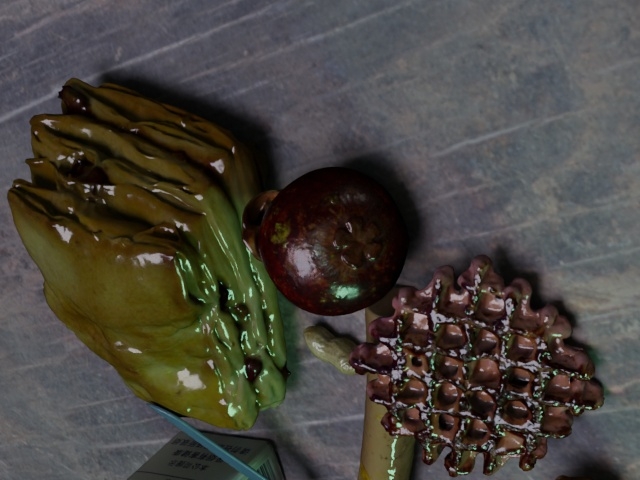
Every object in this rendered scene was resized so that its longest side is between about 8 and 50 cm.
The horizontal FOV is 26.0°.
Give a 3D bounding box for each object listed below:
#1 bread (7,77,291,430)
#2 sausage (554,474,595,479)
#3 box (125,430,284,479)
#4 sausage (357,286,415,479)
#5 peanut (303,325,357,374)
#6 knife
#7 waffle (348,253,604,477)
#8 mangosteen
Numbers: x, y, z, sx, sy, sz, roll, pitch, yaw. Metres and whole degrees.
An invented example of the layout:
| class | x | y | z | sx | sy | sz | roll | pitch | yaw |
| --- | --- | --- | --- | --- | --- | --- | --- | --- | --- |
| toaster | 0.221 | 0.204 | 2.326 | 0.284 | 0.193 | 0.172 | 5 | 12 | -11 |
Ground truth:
| class | x | y | z | sx | sy | sz | roll | pitch | yaw |
| --- | --- | --- | --- | --- | --- | --- | --- | --- | --- |
| bread | -0.200 | 0.033 | 1.544 | 0.314 | 0.191 | 0.370 | 20 | 128 | 30 |
| sausage | 0.292 | 0.335 | 1.370 | 0.098 | 0.098 | 0.238 | -29 | 96 | 46 |
| box | -0.184 | 0.330 | 1.655 | 0.168 | 0.259 | 0.071 | 0 | 117 | 40 |
| sausage | 0.073 | 0.190 | 1.489 | 0.066 | 0.066 | 0.301 | 23 | 128 | 29 |
| peanut | 0.014 | 0.121 | 1.520 | 0.083 | 0.037 | 0.037 | 25 | 129 | 25 |
| knife | -0.078 | 0.274 | 1.619 | 0.313 | 0.019 | 0.044 | 39 | 156 | -20 |
| waffle | 0.148 | 0.132 | 1.364 | 0.221 | 0.055 | 0.234 | 47 | 120 | -5 |
| mangosteen | 0.009 | -0.007 | 1.396 | 0.146 | 0.181 | 0.156 | -43 | 103 | 5 |
